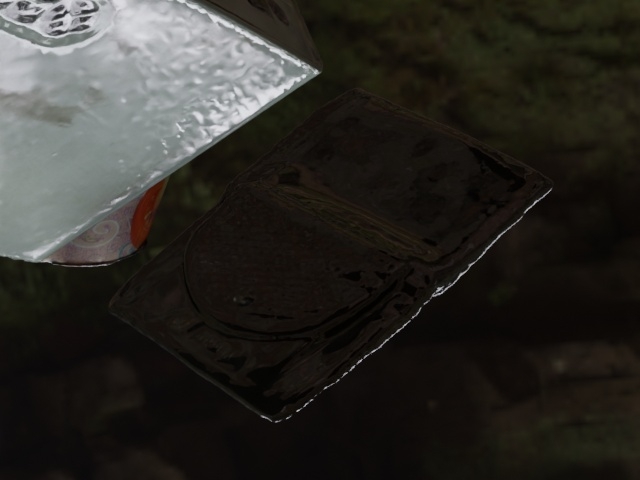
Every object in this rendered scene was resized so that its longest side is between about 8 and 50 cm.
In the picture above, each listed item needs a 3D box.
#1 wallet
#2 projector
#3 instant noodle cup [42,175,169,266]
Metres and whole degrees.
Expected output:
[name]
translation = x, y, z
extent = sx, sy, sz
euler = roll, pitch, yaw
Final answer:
[wallet]
translation = 0.000, 0.000, 1.486
extent = 0.323, 0.041, 0.247
euler = -39, -133, -24
[projector]
translation = -0.088, -0.056, 0.468
extent = 0.115, 0.147, 0.061
euler = -34, -117, 22
[instant noodle cup]
translation = -0.190, -0.126, 1.295
extent = 0.243, 0.231, 0.243
euler = 16, -158, -7
